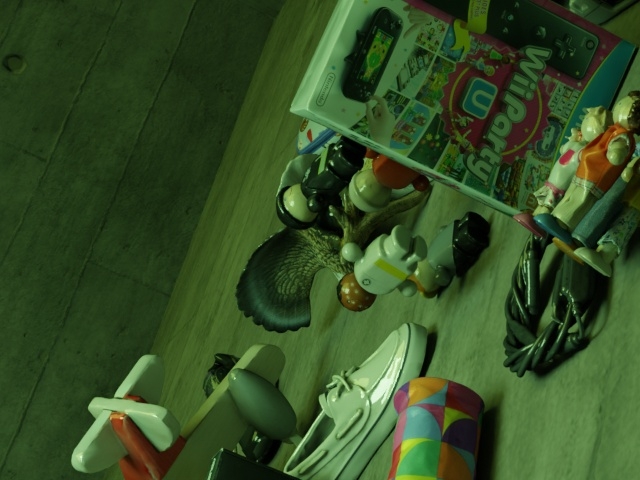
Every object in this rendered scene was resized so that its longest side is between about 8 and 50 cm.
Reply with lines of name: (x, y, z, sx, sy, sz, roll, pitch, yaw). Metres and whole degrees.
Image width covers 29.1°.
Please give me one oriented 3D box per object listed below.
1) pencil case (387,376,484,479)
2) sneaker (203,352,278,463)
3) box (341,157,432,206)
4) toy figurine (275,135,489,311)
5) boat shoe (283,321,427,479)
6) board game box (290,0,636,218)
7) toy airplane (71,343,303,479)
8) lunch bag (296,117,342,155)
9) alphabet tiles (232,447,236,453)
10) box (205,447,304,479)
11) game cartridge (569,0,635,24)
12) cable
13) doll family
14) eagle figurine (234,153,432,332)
pencil case: (0.103, 0.251, 1.214, 0.104, 0.104, 0.236, -50, 19, 49)
sneaker: (-0.140, 0.275, 2.042, 0.107, 0.124, 0.283, -63, 14, 12)
box: (0.102, -0.102, 1.914, 0.067, 0.063, 0.324, -70, 14, -16)
toy figurine: (0.075, -0.022, 1.502, 0.213, 0.209, 0.148, -15, -21, -47)
boat shoe: (0.041, 0.207, 1.544, 0.267, 0.088, 0.096, -59, 14, 24)
board game box: (0.153, -0.175, 1.325, 0.224, 0.303, 0.097, -66, 13, -2)
toy airplane: (-0.174, 0.344, 1.712, 0.384, 0.272, 0.386, -2, -72, -64)
lunch bag: (0.072, -0.289, 2.270, 0.243, 0.115, 0.303, -36, 33, 60)
alphabet tiles: (-0.194, 0.457, 2.180, 0.198, 0.009, 0.237, -63, 14, 11)
box: (-0.066, 0.367, 1.461, 0.045, 0.184, 0.190, -46, 22, 51)
game cartridge: (0.381, -0.373, 1.351, 0.294, 0.060, 0.196, 147, 142, -66)
cable: (0.229, 0.048, 1.220, 0.150, 0.047, 0.184, 123, 163, -49)
doll family: (0.272, -0.053, 1.089, 0.163, 0.118, 0.263, -54, 0, 3)
eagle figurine: (0.002, 0.011, 1.845, 0.298, 0.226, 0.225, 155, 118, -63)
